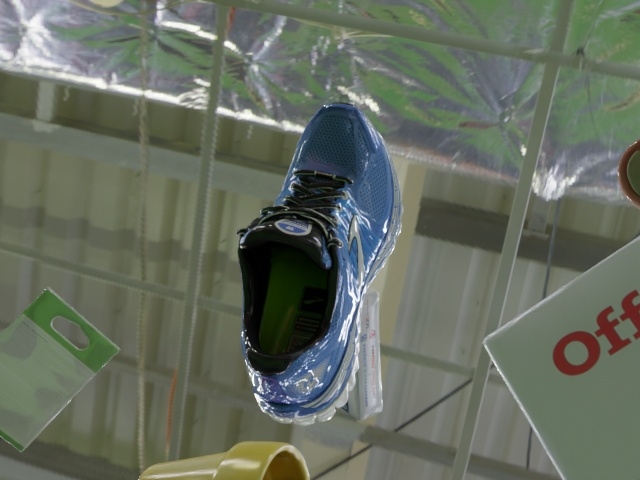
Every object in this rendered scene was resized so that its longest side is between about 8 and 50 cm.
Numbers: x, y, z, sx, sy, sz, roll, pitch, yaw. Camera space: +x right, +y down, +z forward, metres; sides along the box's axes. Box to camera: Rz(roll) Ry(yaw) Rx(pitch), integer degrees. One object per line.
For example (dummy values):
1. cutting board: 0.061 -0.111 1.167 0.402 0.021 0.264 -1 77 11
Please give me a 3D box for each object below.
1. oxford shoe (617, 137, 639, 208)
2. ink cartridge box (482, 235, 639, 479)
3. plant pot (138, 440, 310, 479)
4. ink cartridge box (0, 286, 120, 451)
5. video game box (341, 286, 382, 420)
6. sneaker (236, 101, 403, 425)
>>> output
1. oxford shoe: 0.538 -0.089 1.041 0.397 0.146 0.140 -10 -106 0
2. ink cartridge box: 0.243 0.115 0.345 0.223 0.129 0.307 -36 -124 14
3. plant pot: -0.166 0.449 1.420 0.239 0.254 0.253 -3 -77 19
4. ink cartridge box: -0.477 0.209 1.464 0.235 0.056 0.171 -47 -66 -9
5. video game box: 0.006 0.129 1.249 0.205 0.048 0.187 24 -58 50
6. sneaker: 0.000 0.000 0.841 0.130 0.147 0.329 3 -117 14
